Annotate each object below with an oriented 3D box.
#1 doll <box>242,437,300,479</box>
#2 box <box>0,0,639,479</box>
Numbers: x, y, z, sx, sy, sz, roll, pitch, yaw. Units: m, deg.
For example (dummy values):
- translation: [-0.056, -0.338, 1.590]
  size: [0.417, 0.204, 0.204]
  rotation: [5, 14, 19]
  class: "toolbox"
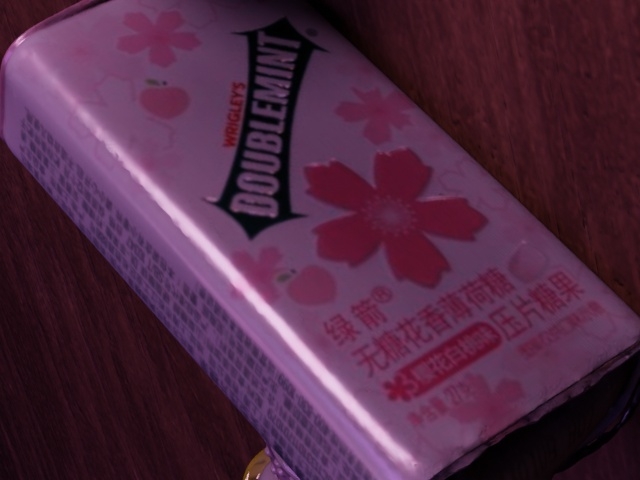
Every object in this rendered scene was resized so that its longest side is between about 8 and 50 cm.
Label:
- translation: [-0.005, 0.158, 1.258]
  size: [0.129, 0.081, 0.207]
  rotation: [41, 151, 9]
  class: "doll"
- translation: [0.000, 0.000, 0.996]
  size: [0.370, 0.190, 0.112]
  rotation: [44, 148, 25]
  class: "box"
